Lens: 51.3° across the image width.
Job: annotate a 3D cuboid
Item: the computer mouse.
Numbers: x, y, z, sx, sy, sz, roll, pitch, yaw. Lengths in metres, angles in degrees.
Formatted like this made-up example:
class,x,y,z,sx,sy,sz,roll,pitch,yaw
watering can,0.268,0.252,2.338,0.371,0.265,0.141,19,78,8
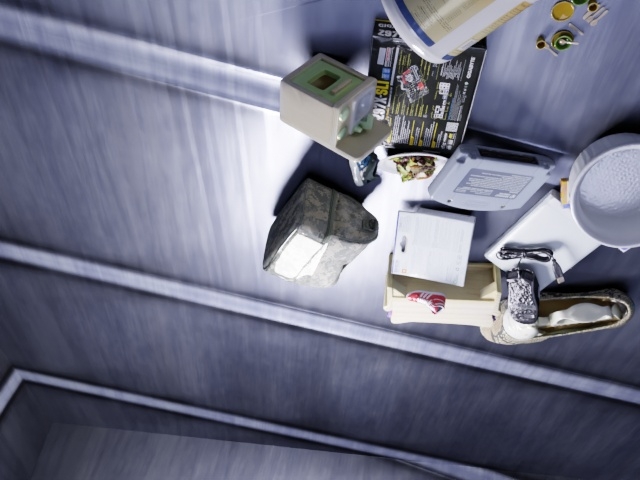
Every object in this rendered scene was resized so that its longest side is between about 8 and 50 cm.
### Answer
class,x,y,z,sx,sy,sz,roll,pitch,yaw
computer mouse,0.635,0.127,1.969,0.184,0.060,0.262,-3,113,37

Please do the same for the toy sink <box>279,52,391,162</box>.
class,x,y,z,sx,sy,sz,roll,pitch,yaw
toy sink,0.041,-0.314,1.545,0.234,0.153,0.131,33,145,21

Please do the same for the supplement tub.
class,x,y,z,sx,sy,sz,roll,pitch,yaw
supplement tub,0.296,-0.515,1.281,0.316,0.228,0.228,-29,127,36

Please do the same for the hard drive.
class,x,y,z,sx,sy,sz,roll,pitch,yaw
hard drive,0.649,0.010,1.930,0.203,0.040,0.307,36,136,-1

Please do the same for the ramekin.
class,x,y,z,sx,sy,sz,roll,pitch,yaw
ramekin,0.757,-0.133,1.661,0.277,0.135,0.277,4,118,7

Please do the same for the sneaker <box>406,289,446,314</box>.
class,x,y,z,sx,sy,sz,roll,pitch,yaw
sneaker,0.315,0.186,1.990,0.118,0.067,0.042,0,134,9

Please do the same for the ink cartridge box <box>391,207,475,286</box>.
class,x,y,z,sx,sy,sz,roll,pitch,yaw
ink cartridge box,0.331,0.016,1.971,0.224,0.045,0.223,11,120,12

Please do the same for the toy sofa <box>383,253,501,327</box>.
class,x,y,z,sx,sy,sz,roll,pitch,yaw
toy sofa,0.384,0.157,2.105,0.362,0.150,0.177,1,136,8

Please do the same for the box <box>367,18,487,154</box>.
class,x,y,z,sx,sy,sz,roll,pitch,yaw
box,0.236,-0.357,1.594,0.257,0.079,0.322,8,140,4

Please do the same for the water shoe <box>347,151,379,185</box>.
class,x,y,z,sx,sy,sz,roll,pitch,yaw
water shoe,0.110,-0.232,1.780,0.080,0.073,0.203,-17,143,1

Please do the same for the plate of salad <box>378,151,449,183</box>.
class,x,y,z,sx,sy,sz,roll,pitch,yaw
plate of salad,0.251,-0.189,1.753,0.199,0.048,0.200,4,170,1

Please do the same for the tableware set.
class,x,y,z,sx,sy,sz,roll,pitch,yaw
tableware set,0.537,-0.470,1.448,0.104,0.024,0.154,29,136,-21

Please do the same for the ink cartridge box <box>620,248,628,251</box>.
class,x,y,z,sx,sy,sz,roll,pitch,yaw
ink cartridge box,0.828,-0.095,1.799,0.208,0.045,0.206,39,133,-5

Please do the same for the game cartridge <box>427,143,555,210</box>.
class,x,y,z,sx,sy,sz,roll,pitch,yaw
game cartridge,0.440,-0.158,1.750,0.297,0.062,0.198,5,147,-23

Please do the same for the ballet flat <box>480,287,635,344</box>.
class,x,y,z,sx,sy,sz,roll,pitch,yaw
ballet flat,0.741,0.237,2.114,0.482,0.164,0.182,-10,174,18

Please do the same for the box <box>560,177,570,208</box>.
class,x,y,z,sx,sy,sz,roll,pitch,yaw
box,0.709,-0.130,1.764,0.136,0.028,0.081,-4,117,14

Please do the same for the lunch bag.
class,x,y,z,sx,sy,sz,roll,pitch,yaw
lunch bag,0.000,0.000,1.944,0.256,0.213,0.305,23,138,-16
